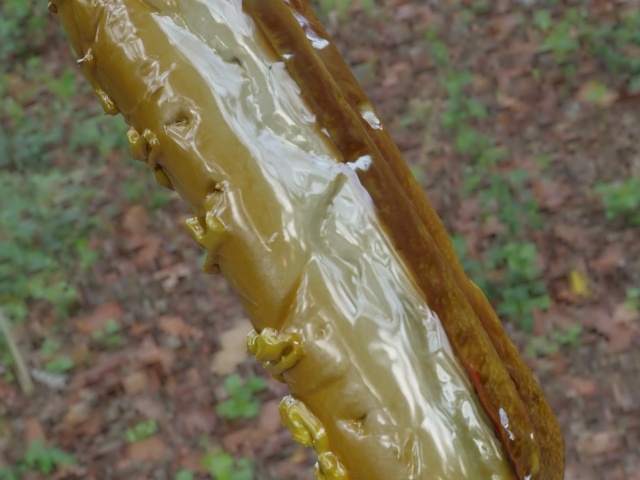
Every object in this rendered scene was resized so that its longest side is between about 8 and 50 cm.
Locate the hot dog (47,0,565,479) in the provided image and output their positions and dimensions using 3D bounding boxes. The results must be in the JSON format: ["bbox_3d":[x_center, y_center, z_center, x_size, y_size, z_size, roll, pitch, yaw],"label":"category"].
[{"bbox_3d":[0.000,0.000,0.364,0.045,0.165,0.071,-31,-4,8],"label":"hot dog"}]
